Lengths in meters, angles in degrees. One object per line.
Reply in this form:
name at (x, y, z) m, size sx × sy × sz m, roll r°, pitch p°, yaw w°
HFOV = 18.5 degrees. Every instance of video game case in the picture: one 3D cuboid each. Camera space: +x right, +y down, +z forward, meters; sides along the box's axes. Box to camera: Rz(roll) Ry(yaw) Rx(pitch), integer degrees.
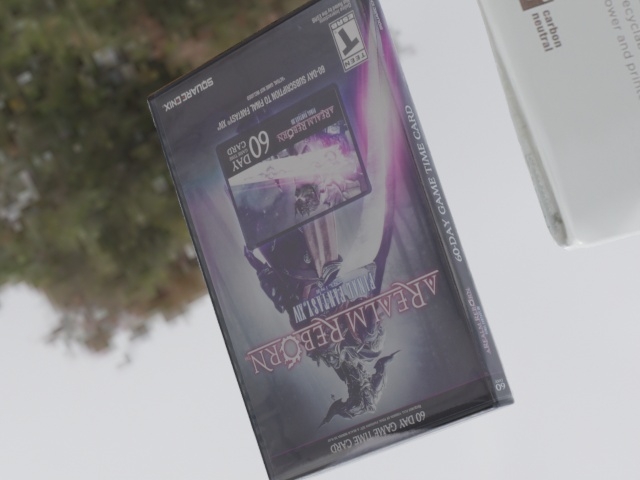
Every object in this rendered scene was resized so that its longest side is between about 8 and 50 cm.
video game case at (0.000, 0.000, 1.231) m, size 0.196 × 0.274 × 0.026 m, roll -25°, pitch 168°, yaw 40°

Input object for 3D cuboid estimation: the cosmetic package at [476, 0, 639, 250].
cosmetic package at (0.264, -0.138, 0.693) m, size 0.385 × 0.156 × 0.217 m, roll -14°, pitch -168°, yaw 32°
